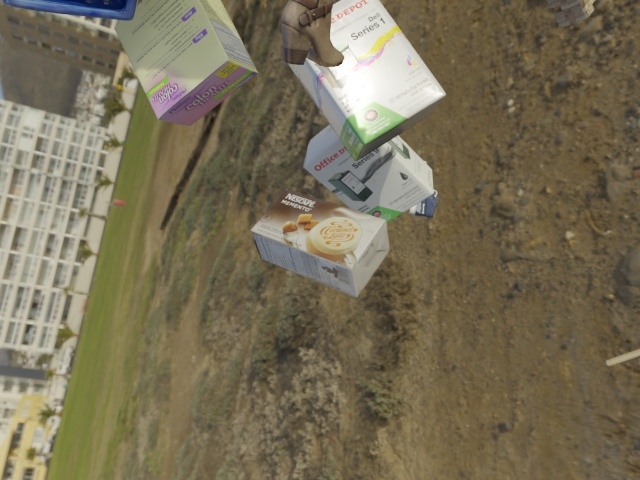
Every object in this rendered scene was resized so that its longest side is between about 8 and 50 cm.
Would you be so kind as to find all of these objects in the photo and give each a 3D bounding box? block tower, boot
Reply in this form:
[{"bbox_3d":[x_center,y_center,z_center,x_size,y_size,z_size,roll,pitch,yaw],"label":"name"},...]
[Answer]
[{"bbox_3d":[0.693,-0.806,1.646,0.097,0.335,0.091,-4,38,54],"label":"block tower"},{"bbox_3d":[0.365,-0.173,1.916,0.069,0.086,0.189,-31,-47,-79],"label":"boot"},{"bbox_3d":[-0.001,-0.250,0.651,0.042,0.118,0.086,30,121,26],"label":"boot"}]

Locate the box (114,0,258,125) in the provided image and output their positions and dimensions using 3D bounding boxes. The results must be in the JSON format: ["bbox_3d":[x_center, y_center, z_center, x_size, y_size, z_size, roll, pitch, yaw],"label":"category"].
[{"bbox_3d":[-0.292,-0.413,1.213,0.214,0.117,0.242,-31,79,23],"label":"box"}]

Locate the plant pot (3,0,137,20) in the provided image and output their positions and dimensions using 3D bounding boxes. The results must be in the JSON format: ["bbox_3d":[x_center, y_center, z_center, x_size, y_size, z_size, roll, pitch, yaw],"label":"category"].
[{"bbox_3d":[-0.469,-0.572,1.027,0.212,0.236,0.235,56,137,33],"label":"plant pot"}]

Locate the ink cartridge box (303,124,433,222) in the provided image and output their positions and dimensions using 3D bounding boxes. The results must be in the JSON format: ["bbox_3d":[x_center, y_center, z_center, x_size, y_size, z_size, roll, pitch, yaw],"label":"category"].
[{"bbox_3d":[0.128,-0.193,1.492,0.211,0.289,0.121,-34,30,33],"label":"ink cartridge box"}]

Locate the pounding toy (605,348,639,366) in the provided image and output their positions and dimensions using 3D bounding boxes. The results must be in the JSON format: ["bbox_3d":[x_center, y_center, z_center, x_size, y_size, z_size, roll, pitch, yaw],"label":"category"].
[{"bbox_3d":[0.535,0.162,0.831,0.141,0.100,0.130,31,106,54],"label":"pounding toy"}]

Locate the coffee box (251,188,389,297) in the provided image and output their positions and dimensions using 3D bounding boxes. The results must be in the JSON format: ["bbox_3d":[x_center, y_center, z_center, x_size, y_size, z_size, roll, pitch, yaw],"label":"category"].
[{"bbox_3d":[0.000,0.000,1.159,0.141,0.247,0.098,-51,-33,-30],"label":"coffee box"}]

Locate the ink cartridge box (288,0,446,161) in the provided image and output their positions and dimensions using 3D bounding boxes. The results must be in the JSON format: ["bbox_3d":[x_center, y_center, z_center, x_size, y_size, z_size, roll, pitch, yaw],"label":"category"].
[{"bbox_3d":[0.083,-0.337,1.135,0.278,0.202,0.117,56,170,5],"label":"ink cartridge box"}]
